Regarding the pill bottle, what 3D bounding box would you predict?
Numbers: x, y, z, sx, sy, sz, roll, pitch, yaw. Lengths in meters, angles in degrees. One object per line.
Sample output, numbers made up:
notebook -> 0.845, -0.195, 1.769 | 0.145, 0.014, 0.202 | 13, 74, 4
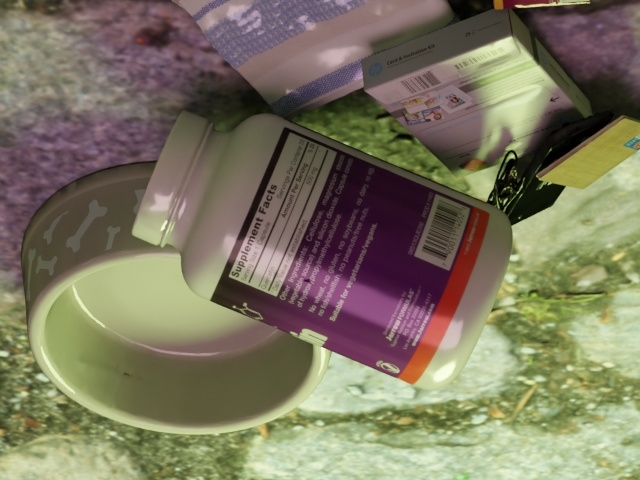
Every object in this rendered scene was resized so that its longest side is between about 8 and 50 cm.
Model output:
pill bottle -> 0.000, 0.000, 1.728 | 0.323, 0.181, 0.181 | 23, 137, -2

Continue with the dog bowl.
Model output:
dog bowl -> -0.141, 0.073, 1.941 | 0.349, 0.102, 0.349 | 2, 140, 2

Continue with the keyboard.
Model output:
keyboard -> 0.199, -0.069, 1.766 | 0.100, 0.038, 0.192 | -25, 162, -22

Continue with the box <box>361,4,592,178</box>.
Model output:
box -> 0.144, -0.129, 1.704 | 0.145, 0.038, 0.186 | -19, 147, 24

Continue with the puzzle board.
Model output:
puzzle board -> 0.257, -0.082, 1.739 | 0.096, 0.011, 0.128 | -37, 163, 20

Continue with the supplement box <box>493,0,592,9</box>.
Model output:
supplement box -> 0.186, -0.230, 1.600 | 0.083, 0.055, 0.043 | -4, 139, 7

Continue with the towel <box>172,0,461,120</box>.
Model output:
towel -> -0.029, -0.226, 1.636 | 0.209, 0.034, 0.285 | -22, 133, 25
